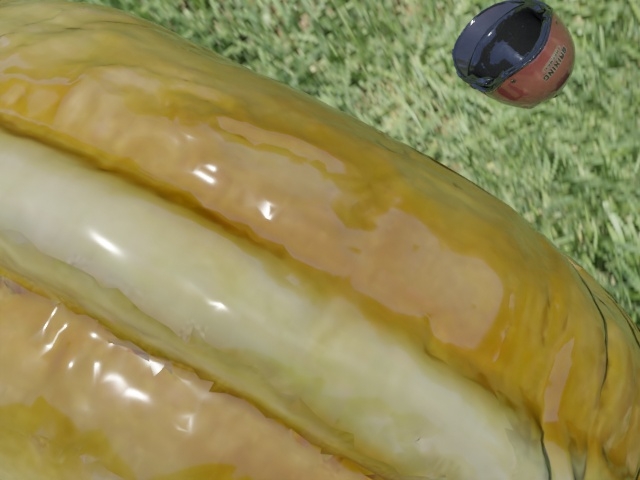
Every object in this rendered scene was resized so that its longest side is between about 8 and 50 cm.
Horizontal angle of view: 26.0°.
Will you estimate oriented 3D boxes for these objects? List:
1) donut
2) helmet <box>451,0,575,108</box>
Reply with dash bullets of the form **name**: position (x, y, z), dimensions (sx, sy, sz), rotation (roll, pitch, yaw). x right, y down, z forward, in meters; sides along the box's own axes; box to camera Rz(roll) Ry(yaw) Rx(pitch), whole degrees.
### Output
- **donut**: position (-0.046, 0.057, 0.617), dimensions (0.449, 0.449, 0.198), rotation (25, 77, 18)
- **helmet**: position (0.122, -0.107, 0.827), dimensions (0.065, 0.049, 0.084), rotation (-53, 29, 2)
